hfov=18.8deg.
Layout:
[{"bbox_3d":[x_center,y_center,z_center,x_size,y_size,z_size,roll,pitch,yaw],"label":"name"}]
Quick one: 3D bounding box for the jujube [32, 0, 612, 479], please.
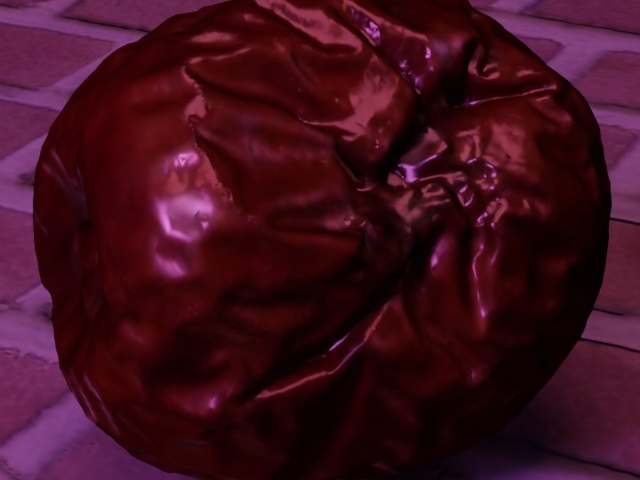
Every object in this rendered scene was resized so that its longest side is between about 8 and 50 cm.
[{"bbox_3d":[0.000,0.000,0.817,0.232,0.213,0.213,-8,26,-23],"label":"jujube"}]
